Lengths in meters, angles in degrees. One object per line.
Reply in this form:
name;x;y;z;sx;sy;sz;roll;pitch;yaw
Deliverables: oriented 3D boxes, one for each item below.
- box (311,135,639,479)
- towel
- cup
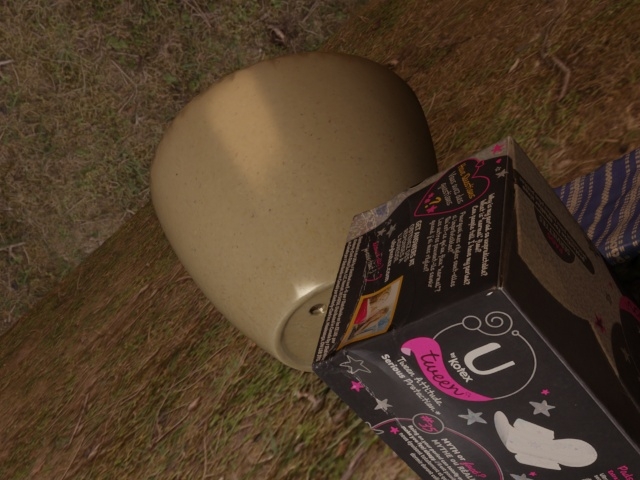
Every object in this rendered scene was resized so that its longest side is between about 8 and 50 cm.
box;0.137;0.083;0.598;0.142;0.247;0.163;-27;28;31
towel;0.279;-0.046;0.765;0.336;0.040;0.243;-30;9;35
cup;0.000;0.000;0.959;0.331;0.331;0.237;-36;50;18
